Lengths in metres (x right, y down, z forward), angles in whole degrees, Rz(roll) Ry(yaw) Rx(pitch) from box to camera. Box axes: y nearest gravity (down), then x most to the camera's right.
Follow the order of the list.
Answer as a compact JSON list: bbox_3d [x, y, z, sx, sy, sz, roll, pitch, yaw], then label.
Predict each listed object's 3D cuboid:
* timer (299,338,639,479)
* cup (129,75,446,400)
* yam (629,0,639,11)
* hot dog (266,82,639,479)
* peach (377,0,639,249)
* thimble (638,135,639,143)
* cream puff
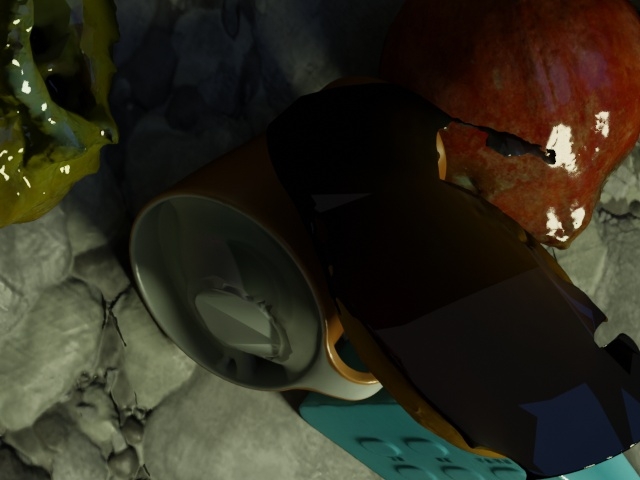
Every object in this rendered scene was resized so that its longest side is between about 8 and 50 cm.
[{"bbox_3d":[0.133,0.181,1.630,0.250,0.232,0.091,49,58,-23],"label":"timer"},{"bbox_3d":[0.000,0.000,1.572,0.226,0.182,0.264,41,49,4],"label":"cup"},{"bbox_3d":[0.350,-0.331,1.991,0.057,0.056,0.241,39,60,-30],"label":"yam"},{"bbox_3d":[0.099,0.032,1.454,0.194,0.107,0.326,-24,80,-15],"label":"hot dog"},{"bbox_3d":[0.170,-0.116,1.701,0.232,0.232,0.257,2,64,-40],"label":"peach"},{"bbox_3d":[0.381,-0.149,1.923,0.125,0.163,0.190,39,55,-27],"label":"thimble"},{"bbox_3d":[-0.237,-0.143,1.390,0.281,0.185,0.282,3,86,-37],"label":"cream puff"}]
